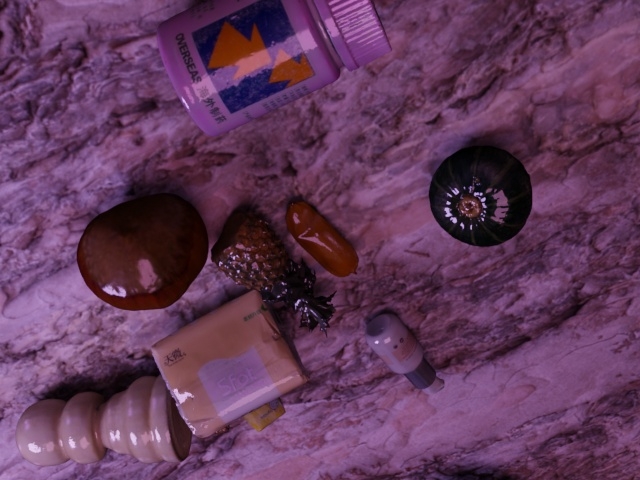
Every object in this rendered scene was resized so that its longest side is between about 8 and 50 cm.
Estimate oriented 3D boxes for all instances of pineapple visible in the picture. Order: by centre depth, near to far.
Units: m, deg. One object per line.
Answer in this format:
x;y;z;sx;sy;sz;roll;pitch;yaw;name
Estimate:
-0.066;0.059;1.630;0.125;0.125;0.251;-40;116;18;pineapple

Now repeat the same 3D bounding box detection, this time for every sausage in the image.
0.000;0.000;1.636;0.183;0.054;0.062;42;78;-26;sausage

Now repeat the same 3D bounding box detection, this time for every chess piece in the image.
-0.391;0.326;1.750;0.299;0.167;0.167;-7;124;5;chess piece

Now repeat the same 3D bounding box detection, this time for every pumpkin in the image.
0.258;-0.071;1.574;0.125;0.167;0.167;-18;141;-52;pumpkin

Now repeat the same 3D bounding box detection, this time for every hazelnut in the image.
-0.271;0.031;1.545;0.210;0.186;0.210;-6;110;-16;hazelnut

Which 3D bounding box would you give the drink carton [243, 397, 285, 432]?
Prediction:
-0.147;0.253;1.772;0.084;0.074;0.200;-36;121;4;drink carton

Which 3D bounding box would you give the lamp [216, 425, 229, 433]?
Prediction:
-0.199;0.332;1.845;0.063;0.031;0.083;-13;128;2;lamp

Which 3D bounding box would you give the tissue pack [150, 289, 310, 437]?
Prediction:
-0.154;0.210;1.680;0.222;0.090;0.186;-27;81;3;tissue pack

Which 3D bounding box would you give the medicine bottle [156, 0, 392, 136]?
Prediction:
-0.063;-0.279;1.367;0.290;0.178;0.178;-23;123;9;medicine bottle

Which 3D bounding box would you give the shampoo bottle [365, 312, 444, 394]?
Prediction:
0.155;0.212;1.785;0.074;0.074;0.192;-32;123;13;shampoo bottle
